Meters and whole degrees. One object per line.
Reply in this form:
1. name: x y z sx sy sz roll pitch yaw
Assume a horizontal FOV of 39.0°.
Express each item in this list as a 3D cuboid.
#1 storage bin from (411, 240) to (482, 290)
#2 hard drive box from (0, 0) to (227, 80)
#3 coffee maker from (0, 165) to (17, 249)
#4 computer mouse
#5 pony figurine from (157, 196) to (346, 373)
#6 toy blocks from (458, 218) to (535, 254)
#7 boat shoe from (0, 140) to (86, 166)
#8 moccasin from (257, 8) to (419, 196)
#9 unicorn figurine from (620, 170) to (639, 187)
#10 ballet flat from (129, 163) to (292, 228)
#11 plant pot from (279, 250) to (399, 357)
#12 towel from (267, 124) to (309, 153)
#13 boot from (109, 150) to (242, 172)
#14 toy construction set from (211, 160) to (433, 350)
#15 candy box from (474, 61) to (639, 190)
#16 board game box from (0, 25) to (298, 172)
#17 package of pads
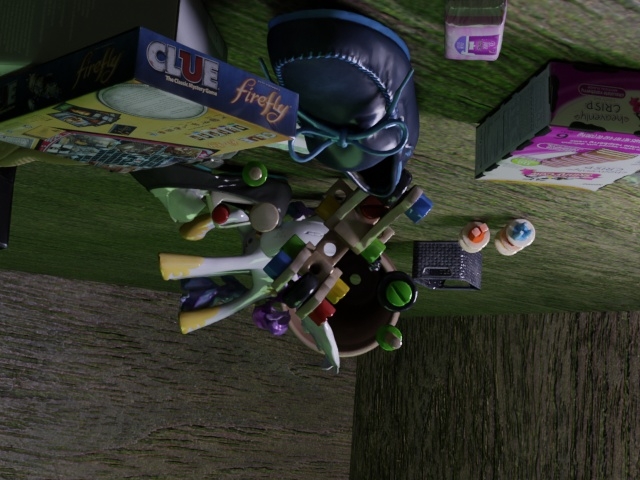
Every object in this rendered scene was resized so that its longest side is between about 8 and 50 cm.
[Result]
1. storage bin: 0.281 0.057 1.991 0.122 0.084 0.180 0 171 22
2. hard drive box: -0.218 -0.169 0.825 0.232 0.089 0.181 3 170 6
3. coffee maker: -0.458 -0.077 1.214 0.120 0.178 0.171 -3 168 40
4. computer mouse: 0.000 0.000 1.448 0.192 0.106 0.042 -1 152 -9
5. pony figurine: -0.085 0.059 1.615 0.363 0.303 0.351 -12 144 -5
6. toy blocks: 0.323 -0.011 1.647 0.123 0.054 0.148 4 171 -1
7. boat shoe: -0.322 -0.143 1.016 0.285 0.103 0.092 6 -152 28
8. moccasin: 0.044 -0.123 0.904 0.137 0.117 0.342 0 170 22
9. unicorn figurine: 0.438 -0.088 1.116 0.161 0.060 0.111 10 168 -31
10. ballet flat: -0.171 -0.071 1.377 0.280 0.096 0.095 9 170 -25
11. plant pot: 0.057 0.105 1.992 0.263 0.263 0.229 3 -172 10
12. towel: -0.011 -0.136 1.137 0.113 0.023 0.152 7 170 -21
13. boot: -0.165 -0.136 1.112 0.161 0.084 0.246 -3 176 -23
14. toy construction set: -0.005 -0.016 1.333 0.308 0.258 0.237 18 -177 -7
15. candy box: 0.278 -0.116 0.985 0.159 0.071 0.233 5 171 -7
16. board game box: -0.162 -0.108 0.767 0.243 0.042 0.165 -5 166 42
17. package of pads: 0.131 -0.182 0.770 0.050 0.032 0.083 4 171 9
